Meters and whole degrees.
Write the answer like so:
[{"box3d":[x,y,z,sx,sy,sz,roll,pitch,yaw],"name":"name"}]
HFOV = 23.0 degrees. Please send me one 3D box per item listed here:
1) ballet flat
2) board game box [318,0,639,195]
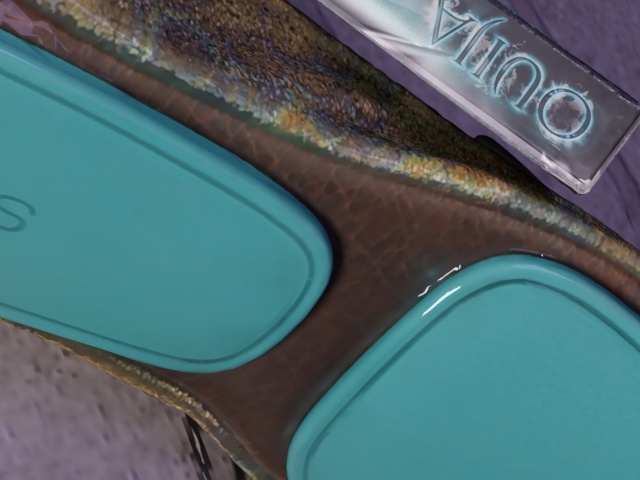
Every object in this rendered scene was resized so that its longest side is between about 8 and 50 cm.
[{"box3d":[0.000,0.000,0.398,0.348,0.123,0.123,32,50,-27],"name":"ballet flat"},{"box3d":[-0.004,-0.079,0.406,0.186,0.026,0.126,37,8,1],"name":"board game box"}]
